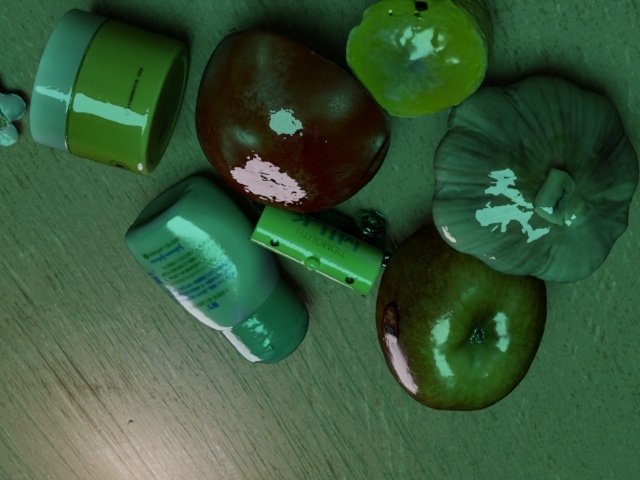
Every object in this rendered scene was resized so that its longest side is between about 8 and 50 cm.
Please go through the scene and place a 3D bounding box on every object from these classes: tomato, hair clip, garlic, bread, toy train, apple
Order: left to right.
[{"bbox_3d":[-0.596,-0.259,1.869,0.146,0.075,0.257,-26,107,24],"label":"hair clip"},{"bbox_3d":[-0.063,-0.148,1.681,0.338,0.143,0.338,22,153,12],"label":"tomato"},{"bbox_3d":[0.000,0.000,1.833,0.253,0.157,0.105,25,126,-5],"label":"toy train"},{"bbox_3d":[0.148,-0.280,1.606,0.197,0.170,0.197,10,125,15],"label":"bread"},{"bbox_3d":[0.226,0.128,1.790,0.278,0.250,0.309,-10,126,4],"label":"apple"},{"bbox_3d":[0.315,-0.091,1.640,0.322,0.322,0.241,42,152,-14],"label":"garlic"}]

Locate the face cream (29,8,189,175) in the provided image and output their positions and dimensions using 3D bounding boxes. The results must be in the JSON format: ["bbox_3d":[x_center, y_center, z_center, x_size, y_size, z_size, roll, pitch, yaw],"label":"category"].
[{"bbox_3d":[-0.319,-0.226,1.727,0.179,0.218,0.218,17,125,1],"label":"face cream"}]

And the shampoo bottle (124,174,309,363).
[{"bbox_3d":[-0.158,0.065,1.919,0.222,0.151,0.349,-28,112,33],"label":"shampoo bottle"}]
